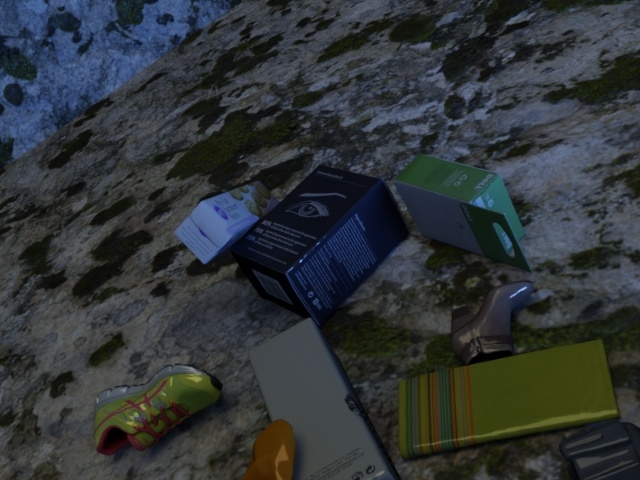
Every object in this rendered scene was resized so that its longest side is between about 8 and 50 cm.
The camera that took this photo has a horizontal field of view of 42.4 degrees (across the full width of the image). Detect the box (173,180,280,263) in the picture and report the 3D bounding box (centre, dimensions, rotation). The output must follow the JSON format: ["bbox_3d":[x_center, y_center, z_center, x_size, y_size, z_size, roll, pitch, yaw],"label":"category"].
[{"bbox_3d":[-0.130,-0.035,1.250,0.063,0.067,0.324,-45,-1,13],"label":"box"}]

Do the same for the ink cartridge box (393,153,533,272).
[{"bbox_3d":[0.202,-0.040,1.094,0.062,0.109,0.209,-44,35,-17],"label":"ink cartridge box"}]

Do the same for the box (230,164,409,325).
[{"bbox_3d":[0.000,0.000,1.202,0.207,0.108,0.153,-44,34,-19],"label":"box"}]

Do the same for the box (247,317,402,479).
[{"bbox_3d":[0.009,0.214,0.912,0.094,0.113,0.275,-30,34,0],"label":"box"}]

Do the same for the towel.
[{"bbox_3d":[0.197,0.175,0.899,0.237,0.021,0.102,-16,41,20],"label":"towel"}]

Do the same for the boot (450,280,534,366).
[{"bbox_3d":[0.208,0.102,0.971,0.118,0.042,0.087,-26,40,10],"label":"boot"}]

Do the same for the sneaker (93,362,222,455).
[{"bbox_3d":[-0.219,0.236,1.105,0.208,0.081,0.094,-24,40,23],"label":"sneaker"}]

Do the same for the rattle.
[{"bbox_3d":[-0.107,0.221,0.746,0.130,0.199,0.143,-16,61,60],"label":"rattle"}]

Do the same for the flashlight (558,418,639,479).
[{"bbox_3d":[0.361,0.156,0.705,0.304,0.103,0.103,-20,68,9],"label":"flashlight"}]
